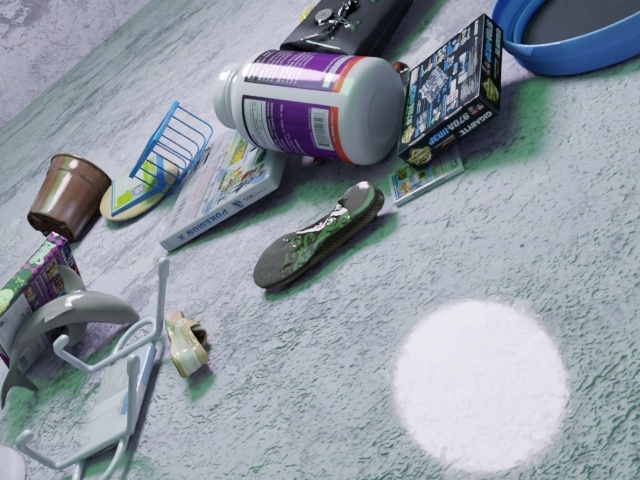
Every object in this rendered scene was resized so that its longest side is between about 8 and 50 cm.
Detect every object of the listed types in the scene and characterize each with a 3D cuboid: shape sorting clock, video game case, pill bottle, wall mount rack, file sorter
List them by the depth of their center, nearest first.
[{"bbox_3d":[-0.317,0.198,1.303,0.304,0.130,0.350,-32,31,26],"label":"wall mount rack"},{"bbox_3d":[0.166,-0.107,1.350,0.122,0.011,0.087,-28,32,16],"label":"video game case"},{"bbox_3d":[-0.027,-0.240,1.495,0.323,0.181,0.181,13,55,33],"label":"pill bottle"},{"bbox_3d":[-0.532,0.124,1.596,0.042,0.232,0.210,28,62,12],"label":"video game case"},{"bbox_3d":[-0.172,-0.150,1.715,0.300,0.036,0.329,-28,30,31],"label":"video game case"},{"bbox_3d":[-0.321,-0.192,1.835,0.170,0.104,0.118,-39,25,51],"label":"file sorter"},{"bbox_3d":[-0.417,-0.119,1.959,0.206,0.040,0.206,-23,38,19],"label":"shape sorting clock"}]

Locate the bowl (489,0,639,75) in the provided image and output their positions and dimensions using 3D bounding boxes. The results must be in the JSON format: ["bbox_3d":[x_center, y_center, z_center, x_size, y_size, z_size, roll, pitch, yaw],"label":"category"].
[{"bbox_3d":[0.468,-0.410,1.378,0.391,0.077,0.391,-27,31,18],"label":"bowl"}]

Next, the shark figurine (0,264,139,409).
[{"bbox_3d":[-0.483,0.158,1.504,0.278,0.166,0.116,-36,8,-2],"label":"shark figurine"}]

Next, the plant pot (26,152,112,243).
[{"bbox_3d":[-0.599,-0.092,2.015,0.167,0.167,0.165,-9,48,40],"label":"plant pot"}]

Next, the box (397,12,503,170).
[{"bbox_3d":[0.208,-0.238,1.357,0.175,0.051,0.220,-35,31,40],"label":"box"}]

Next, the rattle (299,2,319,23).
[{"bbox_3d":[0.025,-0.493,2.015,0.130,0.142,0.199,18,38,19],"label":"rattle"}]

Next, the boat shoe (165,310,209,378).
[{"bbox_3d":[-0.206,0.157,1.345,0.059,0.063,0.170,-24,28,-5],"label":"boat shoe"}]

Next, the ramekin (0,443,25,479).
[{"bbox_3d":[-0.622,0.415,1.352,0.277,0.135,0.277,-27,32,18],"label":"ramekin"}]

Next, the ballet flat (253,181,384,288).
[{"bbox_3d":[0.000,0.000,1.348,0.250,0.058,0.084,-38,51,10],"label":"ballet flat"}]

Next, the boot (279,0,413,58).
[{"bbox_3d":[0.056,-0.552,1.872,0.367,0.146,0.445,17,70,45],"label":"boot"}]

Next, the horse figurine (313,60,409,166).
[{"bbox_3d":[0.061,-0.266,1.629,0.263,0.066,0.174,-39,22,3],"label":"horse figurine"}]
